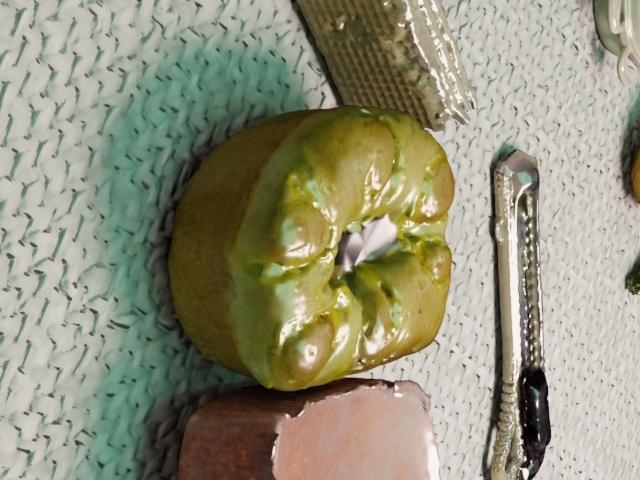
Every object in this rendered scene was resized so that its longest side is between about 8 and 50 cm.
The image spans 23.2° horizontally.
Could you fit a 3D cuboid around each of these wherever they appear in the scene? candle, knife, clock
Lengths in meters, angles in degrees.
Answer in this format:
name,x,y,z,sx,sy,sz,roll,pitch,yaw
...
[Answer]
name,x,y,z,sx,sy,sz,roll,pitch,yaw
candle,-0.028,0.226,1.195,0.287,0.131,0.317,63,39,-45
knife,0.203,0.088,1.566,0.089,0.043,0.365,-21,114,-52
clock,0.349,-0.261,1.677,0.191,0.062,0.151,-51,136,-35

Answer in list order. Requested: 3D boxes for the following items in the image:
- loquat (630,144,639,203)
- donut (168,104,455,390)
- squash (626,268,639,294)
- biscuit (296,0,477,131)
name,x,y,z,sx,sy,sz,roll,pitch,yaw
loquat,0.420,-0.078,1.761,0.141,0.141,0.141,-17,111,-52
donut,0.000,0.000,1.184,0.261,0.128,0.208,-8,103,-54
squash,0.421,0.019,1.851,0.183,0.052,0.052,-41,129,-44
biscuit,0.039,-0.185,1.215,0.062,0.108,0.239,-56,138,-29
